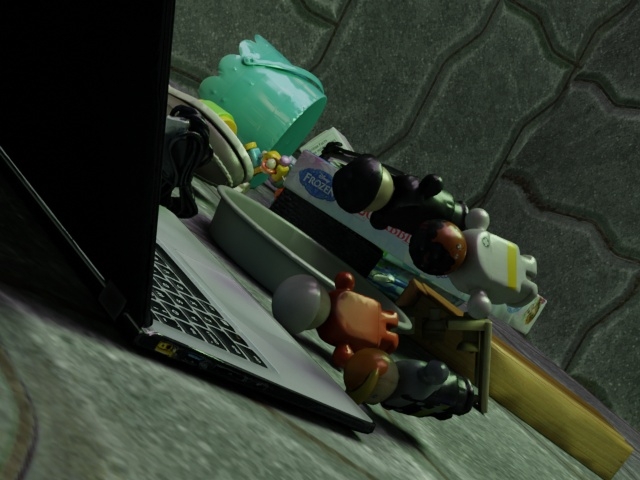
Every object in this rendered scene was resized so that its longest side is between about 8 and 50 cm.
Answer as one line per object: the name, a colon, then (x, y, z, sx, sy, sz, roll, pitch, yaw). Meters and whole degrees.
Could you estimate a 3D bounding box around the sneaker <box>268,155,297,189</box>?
sneaker: (-0.097, -0.146, 2.304, 0.256, 0.094, 0.151, 46, 22, 9)

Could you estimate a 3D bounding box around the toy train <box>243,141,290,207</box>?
toy train: (-0.107, -0.106, 1.852, 0.166, 0.125, 0.046, 31, 34, 35)

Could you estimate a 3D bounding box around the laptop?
laptop: (-0.117, -0.095, 0.794, 0.408, 0.236, 0.382, 31, 8, -45)

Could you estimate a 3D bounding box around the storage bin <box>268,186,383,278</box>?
storage bin: (0.000, 0.000, 1.568, 0.180, 0.084, 0.122, 36, 5, 2)

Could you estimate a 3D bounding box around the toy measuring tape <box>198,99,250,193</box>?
toy measuring tape: (-0.170, -0.157, 1.698, 0.121, 0.121, 0.330, 38, 5, 21)

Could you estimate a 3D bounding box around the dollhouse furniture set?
dollhouse furniture set: (0.155, 0.163, 1.443, 0.151, 0.123, 0.144, 2, 4, 3)

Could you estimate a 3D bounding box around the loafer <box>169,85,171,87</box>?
loafer: (-0.299, -0.241, 1.707, 0.102, 0.092, 0.268, 41, 7, 39)

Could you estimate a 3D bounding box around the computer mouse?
computer mouse: (-0.239, -0.131, 1.074, 0.272, 0.072, 0.188, 39, -30, 10)

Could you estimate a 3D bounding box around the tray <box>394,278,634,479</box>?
tray: (0.306, 0.219, 1.686, 0.411, 0.076, 0.203, 37, 5, -2)

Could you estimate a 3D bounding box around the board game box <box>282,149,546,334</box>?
board game box: (0.144, 0.007, 1.490, 0.318, 0.066, 0.319, 34, 3, 29)

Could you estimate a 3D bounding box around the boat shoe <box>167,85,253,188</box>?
boat shoe: (-0.240, -0.171, 1.459, 0.324, 0.097, 0.116, 41, -35, 8)

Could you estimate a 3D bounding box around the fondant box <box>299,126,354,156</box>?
fondant box: (0.092, -0.087, 2.321, 0.330, 0.096, 0.238, 58, 6, 3)

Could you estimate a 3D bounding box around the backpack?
backpack: (0.140, -0.013, 1.887, 0.356, 0.273, 0.290, 14, 5, -4)

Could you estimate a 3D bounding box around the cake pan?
cake pan: (-0.020, 0.037, 1.259, 0.293, 0.054, 0.293, 36, 5, -4)

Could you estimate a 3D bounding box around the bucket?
bucket: (-0.129, -0.252, 2.047, 0.183, 0.281, 0.281, 40, 5, 4)

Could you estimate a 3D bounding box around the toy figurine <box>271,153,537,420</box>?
toy figurine: (0.071, 0.045, 0.954, 0.148, 0.213, 0.209, 22, 15, -33)
